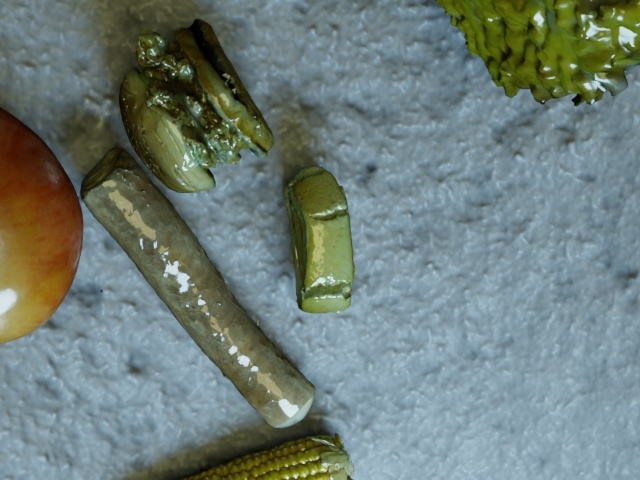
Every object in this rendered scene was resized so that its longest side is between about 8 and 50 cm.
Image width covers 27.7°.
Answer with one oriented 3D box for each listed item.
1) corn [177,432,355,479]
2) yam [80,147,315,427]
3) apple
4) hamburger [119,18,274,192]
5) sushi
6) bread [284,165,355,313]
[{"bbox_3d":[-0.087,0.282,1.415,0.260,0.091,0.091,-15,87,-4],"label":"corn"},{"bbox_3d":[-0.124,0.059,1.366,0.081,0.081,0.356,-39,107,-2],"label":"yam"},{"bbox_3d":[-0.341,-0.015,1.218,0.242,0.241,0.242,-2,104,-9],"label":"apple"},{"bbox_3d":[-0.136,-0.132,1.283,0.131,0.159,0.185,-29,125,-2],"label":"hamburger"},{"bbox_3d":[0.297,-0.308,1.221,0.351,0.396,0.240,-35,103,-9],"label":"sushi"},{"bbox_3d":[0.000,0.000,1.358,0.064,0.117,0.156,-6,103,-9],"label":"bread"}]
